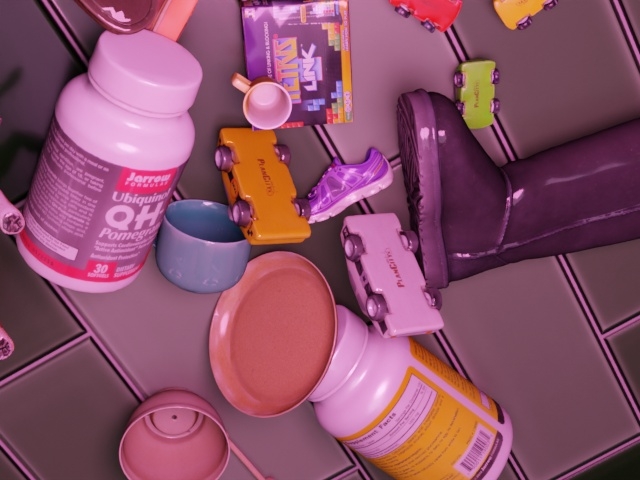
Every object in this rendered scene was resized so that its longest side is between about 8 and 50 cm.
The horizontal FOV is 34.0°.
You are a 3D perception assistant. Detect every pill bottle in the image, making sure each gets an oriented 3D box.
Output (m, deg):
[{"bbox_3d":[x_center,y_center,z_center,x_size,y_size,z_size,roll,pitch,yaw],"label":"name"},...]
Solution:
[{"bbox_3d":[0.113,0.244,1.566,0.334,0.188,0.188,38,104,-21],"label":"pill bottle"},{"bbox_3d":[-0.263,-0.102,1.321,0.176,0.176,0.319,17,124,-16],"label":"pill bottle"}]

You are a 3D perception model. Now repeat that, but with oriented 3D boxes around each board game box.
[{"bbox_3d":[-0.031,-0.238,1.399,0.141,0.048,0.170,-7,115,-6],"label":"board game box"}]

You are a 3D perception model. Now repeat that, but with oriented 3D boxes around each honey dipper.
[{"bbox_3d":[-0.114,0.362,1.674,0.030,0.030,0.161,-35,112,8],"label":"honey dipper"}]

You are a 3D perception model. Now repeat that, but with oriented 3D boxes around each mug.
[{"bbox_3d":[-0.074,-0.190,1.353,0.062,0.064,0.078,-22,115,4],"label":"mug"},{"bbox_3d":[-0.170,0.008,1.459,0.129,0.158,0.097,-4,120,-34],"label":"mug"}]

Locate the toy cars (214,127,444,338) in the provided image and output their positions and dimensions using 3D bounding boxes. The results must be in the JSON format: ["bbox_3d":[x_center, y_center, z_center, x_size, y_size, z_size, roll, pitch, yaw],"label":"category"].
[{"bbox_3d":[0.000,0.000,1.399,0.393,0.176,0.087,35,138,5],"label":"toy cars"}]

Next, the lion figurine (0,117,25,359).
[{"bbox_3d":[-0.483,0.019,1.392,0.142,0.240,0.392,9,97,-30],"label":"lion figurine"}]

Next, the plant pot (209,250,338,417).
[{"bbox_3d":[-0.063,0.134,1.485,0.032,0.236,0.236,20,114,-50],"label":"plant pot"}]

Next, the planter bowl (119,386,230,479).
[{"bbox_3d":[-0.220,0.290,1.579,0.162,0.109,0.162,-3,115,-6],"label":"planter bowl"}]

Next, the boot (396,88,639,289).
[{"bbox_3d":[0.338,-0.109,1.420,0.445,0.146,0.367,-12,145,1],"label":"boot"}]

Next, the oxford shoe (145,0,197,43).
[{"bbox_3d":[-0.165,-0.410,1.259,0.132,0.130,0.364,25,109,-12],"label":"oxford shoe"}]

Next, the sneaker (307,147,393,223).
[{"bbox_3d":[0.018,-0.077,1.483,0.170,0.068,0.071,-29,100,-4],"label":"sneaker"}]

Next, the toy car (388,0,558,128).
[{"bbox_3d":[0.207,-0.264,1.420,0.239,0.053,0.225,-5,116,-6],"label":"toy car"}]

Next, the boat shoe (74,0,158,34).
[{"bbox_3d":[-0.300,-0.371,1.235,0.110,0.104,0.307,-36,96,-20],"label":"boat shoe"}]
